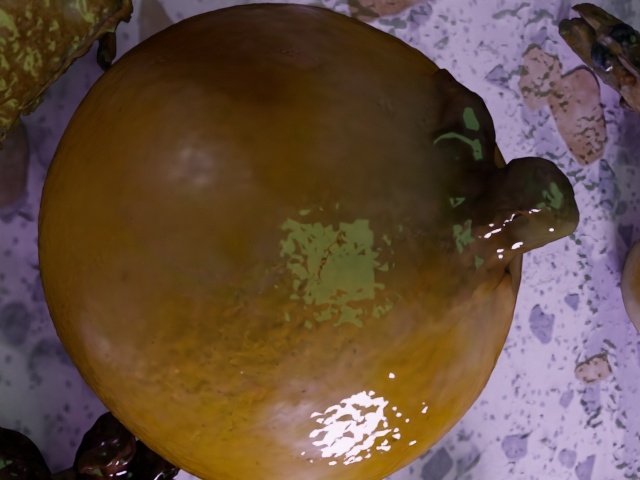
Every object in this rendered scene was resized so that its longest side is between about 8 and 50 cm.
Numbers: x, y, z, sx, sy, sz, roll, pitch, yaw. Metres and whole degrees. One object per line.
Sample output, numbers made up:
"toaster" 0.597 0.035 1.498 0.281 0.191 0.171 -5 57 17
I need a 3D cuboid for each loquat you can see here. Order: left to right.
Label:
"loquat" 0.000 0.000 0.798 0.328 0.359 0.328 22 63 -52

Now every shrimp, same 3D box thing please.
"shrimp" 0.349 -0.120 1.156 0.317 0.168 0.077 42 107 -11

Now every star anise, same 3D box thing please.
"star anise" -0.164 0.203 0.837 0.220 0.126 0.190 5 88 -31

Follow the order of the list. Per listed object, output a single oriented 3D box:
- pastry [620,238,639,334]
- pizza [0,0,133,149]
"pastry" 0.358 0.043 1.143 0.092 0.156 0.156 5 91 -37
"pizza" -0.234 -0.120 0.790 0.251 0.074 0.288 -10 101 -32
